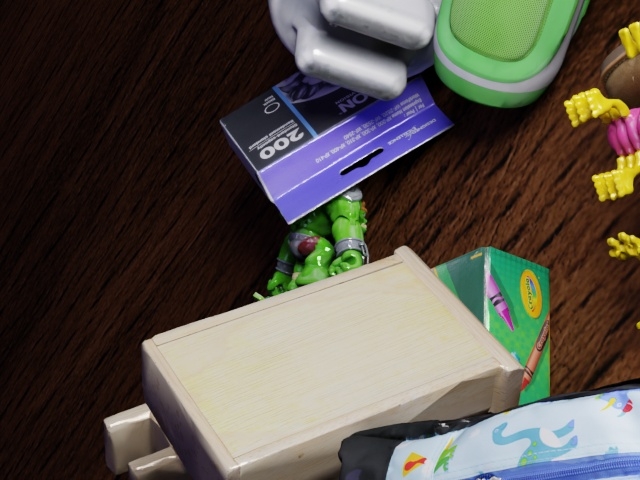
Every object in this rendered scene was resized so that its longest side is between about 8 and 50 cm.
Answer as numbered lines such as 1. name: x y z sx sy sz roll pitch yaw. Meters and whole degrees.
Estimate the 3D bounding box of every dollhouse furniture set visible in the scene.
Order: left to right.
1. dollhouse furniture set: -0.001 0.236 1.250 0.362 0.256 0.394 49 148 42

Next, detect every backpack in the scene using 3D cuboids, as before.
1. backpack: 0.222 0.202 0.931 0.355 0.290 0.273 -32 41 34

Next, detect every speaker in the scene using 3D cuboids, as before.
1. speaker: 0.189 -0.268 1.292 0.131 0.131 0.296 -109 25 -47

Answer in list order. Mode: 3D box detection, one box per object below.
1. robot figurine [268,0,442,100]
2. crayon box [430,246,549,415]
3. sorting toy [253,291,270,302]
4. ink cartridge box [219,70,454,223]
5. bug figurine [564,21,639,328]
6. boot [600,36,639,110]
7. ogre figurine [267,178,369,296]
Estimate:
1. robot figurine: 0.053 -0.304 1.513 0.300 0.200 0.353 124 160 -44
2. crayon box: 0.092 0.129 1.349 0.278 0.081 0.165 -27 52 49
3. sorting toy: -0.046 0.089 1.594 0.062 0.083 0.012 -52 17 31
4. ink cartridge box: 0.011 -0.128 1.561 0.206 0.045 0.208 -32 36 -4
5. bug figurine: 0.280 -0.031 1.070 0.279 0.072 0.216 71 162 -5
6. boot: 0.326 -0.108 1.094 0.305 0.112 0.115 -1 83 56
7. ogre figurine: 0.000 0.000 1.550 0.197 0.097 0.118 115 165 -78
